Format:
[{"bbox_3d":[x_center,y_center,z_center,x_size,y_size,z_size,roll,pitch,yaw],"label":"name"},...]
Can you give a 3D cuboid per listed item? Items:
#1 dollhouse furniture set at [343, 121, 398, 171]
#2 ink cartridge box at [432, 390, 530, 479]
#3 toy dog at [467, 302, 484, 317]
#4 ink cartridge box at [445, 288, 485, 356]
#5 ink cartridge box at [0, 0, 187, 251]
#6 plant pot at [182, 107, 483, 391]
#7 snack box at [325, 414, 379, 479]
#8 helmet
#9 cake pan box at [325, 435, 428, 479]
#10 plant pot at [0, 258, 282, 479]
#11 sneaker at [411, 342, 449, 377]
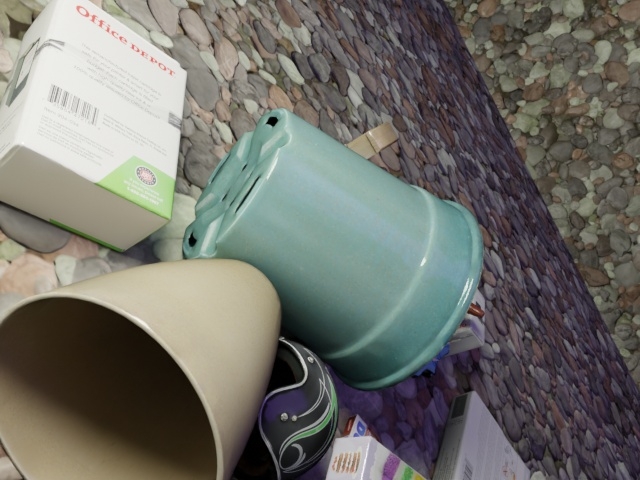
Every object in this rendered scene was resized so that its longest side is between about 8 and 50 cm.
[{"bbox_3d":[0.137,-0.038,1.232,0.356,0.173,0.303,59,33,-4],"label":"dollhouse furniture set"},{"bbox_3d":[0.331,0.482,1.211,0.239,0.060,0.275,55,32,-11],"label":"ink cartridge box"},{"bbox_3d":[0.235,0.060,1.206,0.333,0.161,0.220,42,70,-45],"label":"toy dog"},{"bbox_3d":[0.310,0.182,1.364,0.063,0.109,0.150,50,34,-23],"label":"ink cartridge box"},{"bbox_3d":[-0.291,-0.153,0.776,0.198,0.114,0.273,30,44,-40],"label":"ink cartridge box"},{"bbox_3d":[0.000,0.000,0.902,0.334,0.341,0.341,33,41,-24],"label":"plant pot"},{"bbox_3d":[0.046,0.361,0.940,0.064,0.022,0.178,51,34,-14],"label":"snack box"},{"bbox_3d":[-0.054,0.219,0.783,0.161,0.169,0.169,-37,97,-46],"label":"helmet"},{"bbox_3d":[0.080,0.416,0.736,0.246,0.070,0.267,44,46,-26],"label":"cake pan box"},{"bbox_3d":[-0.152,0.123,0.649,0.257,0.256,0.274,58,27,-5],"label":"plant pot"},{"bbox_3d":[0.218,0.247,1.251,0.162,0.063,0.073,-3,86,-51],"label":"sneaker"}]
